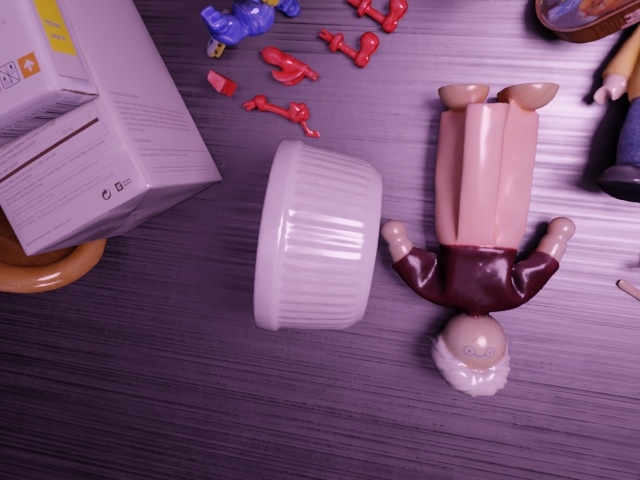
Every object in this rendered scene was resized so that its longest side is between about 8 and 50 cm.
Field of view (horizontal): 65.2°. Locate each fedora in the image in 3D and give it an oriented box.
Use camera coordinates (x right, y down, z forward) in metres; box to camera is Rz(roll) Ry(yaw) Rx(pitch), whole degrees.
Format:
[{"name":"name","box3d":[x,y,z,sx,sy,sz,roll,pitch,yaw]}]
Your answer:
[{"name":"fedora","box3d":[-0.383,0.001,0.660,0.194,0.194,0.079,33,140,5]}]

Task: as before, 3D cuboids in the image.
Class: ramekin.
[{"name":"ramekin","box3d":[0.000,0.000,0.542,0.109,0.207,0.206,8,100,1]}]

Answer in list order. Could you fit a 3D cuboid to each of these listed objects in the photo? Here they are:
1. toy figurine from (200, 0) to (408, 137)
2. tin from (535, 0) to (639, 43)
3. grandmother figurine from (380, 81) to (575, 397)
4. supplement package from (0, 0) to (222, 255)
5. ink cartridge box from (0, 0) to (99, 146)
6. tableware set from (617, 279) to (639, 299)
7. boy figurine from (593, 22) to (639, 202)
[{"name":"toy figurine","box3d":[-0.008,-0.289,0.488,0.191,0.217,0.362,38,104,4]},{"name":"tin","box3d":[0.303,-0.262,0.472,0.190,0.040,0.106,-16,68,45]},{"name":"grandmother figurine","box3d":[0.172,0.006,0.559,0.208,0.104,0.341,3,96,20]},{"name":"supplement package","box3d":[-0.282,-0.159,0.581,0.176,0.177,0.292,-25,92,16]},{"name":"ink cartridge box","box3d":[-0.398,-0.223,0.475,0.304,0.072,0.306,-19,91,18]},{"name":"tableware set","box3d":[0.450,0.054,0.539,0.194,0.039,0.128,34,103,5]},{"name":"boy figurine","box3d":[0.361,-0.174,0.470,0.177,0.092,0.284,15,88,51]}]
